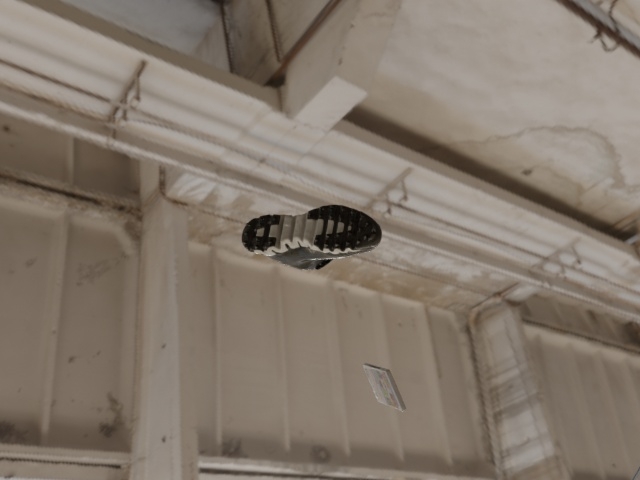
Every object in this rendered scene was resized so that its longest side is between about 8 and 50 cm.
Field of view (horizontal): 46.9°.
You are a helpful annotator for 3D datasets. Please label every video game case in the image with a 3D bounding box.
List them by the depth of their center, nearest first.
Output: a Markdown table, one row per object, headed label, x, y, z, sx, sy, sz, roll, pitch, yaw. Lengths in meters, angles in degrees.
| label | x | y | z | sx | sy | sz | roll | pitch | yaw |
| --- | --- | --- | --- | --- | --- | --- | --- | --- | --- |
| video game case | 0.126 | 0.292 | 1.475 | 0.011 | 0.122 | 0.087 | -24 | -85 | -18 |

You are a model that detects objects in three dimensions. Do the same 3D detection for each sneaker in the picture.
| label | x | y | z | sx | sy | sz | roll | pitch | yaw |
| --- | --- | --- | --- | --- | --- | --- | --- | --- | --- |
| sneaker | 0.000 | 0.000 | 1.134 | 0.106 | 0.234 | 0.078 | 38 | -124 | -51 |

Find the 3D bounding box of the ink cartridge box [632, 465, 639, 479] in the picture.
| label | x | y | z | sx | sy | sz | roll | pitch | yaw |
| --- | --- | --- | --- | --- | --- | --- | --- | --- | --- |
| ink cartridge box | 0.561 | 0.445 | 1.040 | 0.233 | 0.168 | 0.171 | 31 | -95 | -12 |
